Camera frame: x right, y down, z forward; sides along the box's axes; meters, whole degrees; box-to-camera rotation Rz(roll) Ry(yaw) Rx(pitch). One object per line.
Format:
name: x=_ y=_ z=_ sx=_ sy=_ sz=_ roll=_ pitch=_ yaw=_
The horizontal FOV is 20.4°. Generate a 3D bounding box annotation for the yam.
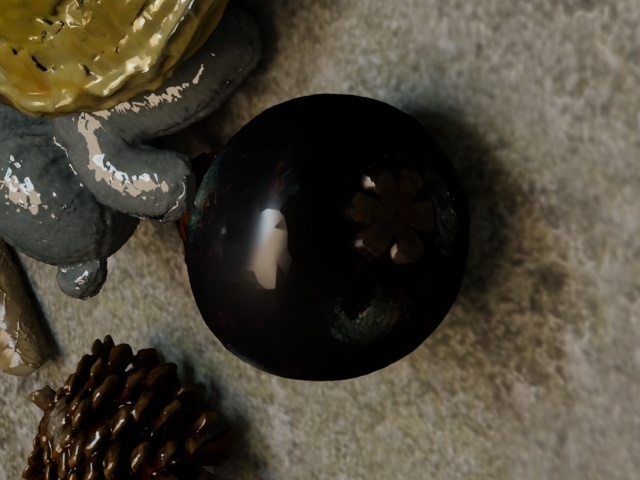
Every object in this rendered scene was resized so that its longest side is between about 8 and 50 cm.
yam: x=-0.367 y=0.007 z=1.887 sx=0.066 sy=0.066 sz=0.300 roll=-36 pitch=79 yaw=51

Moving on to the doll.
doll: x=-0.165 y=-0.104 z=1.552 sx=0.340 sy=0.158 sz=0.246 roll=-44 pitch=62 yaw=21

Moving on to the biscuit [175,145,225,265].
biscuit: x=-0.068 y=0.011 z=1.543 sx=0.192 sy=0.049 sz=0.192 roll=24 pitch=121 yaw=47

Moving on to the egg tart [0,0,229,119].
egg tart: x=-0.226 y=-0.313 z=1.402 sx=0.443 sy=0.178 sz=0.443 roll=-2 pitch=88 yaw=43

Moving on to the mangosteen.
mangosteen: x=0.000 y=0.000 z=1.328 sx=0.243 sy=0.243 sz=0.243 roll=25 pitch=125 yaw=41

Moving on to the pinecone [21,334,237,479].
pinecone: x=-0.174 y=0.200 z=1.663 sx=0.212 sy=0.168 sz=0.186 roll=40 pitch=129 yaw=34
